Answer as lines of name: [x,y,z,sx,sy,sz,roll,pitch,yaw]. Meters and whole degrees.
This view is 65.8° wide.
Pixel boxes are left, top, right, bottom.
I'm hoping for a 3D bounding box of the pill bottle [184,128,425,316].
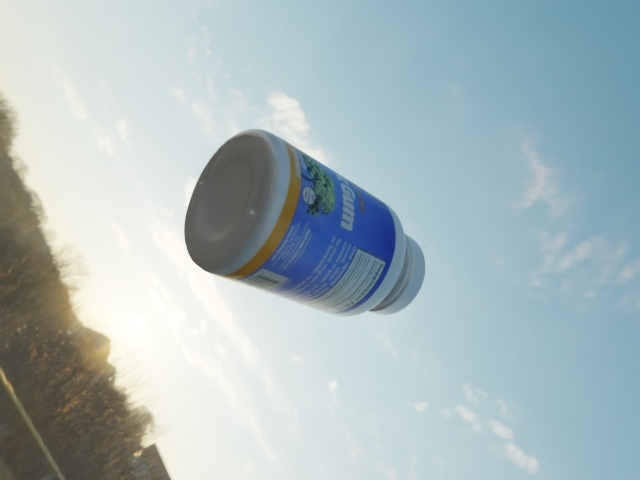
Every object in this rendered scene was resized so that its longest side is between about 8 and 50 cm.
pill bottle: [0.000,0.000,0.562,0.152,0.272,0.152,-22,-123,38]
